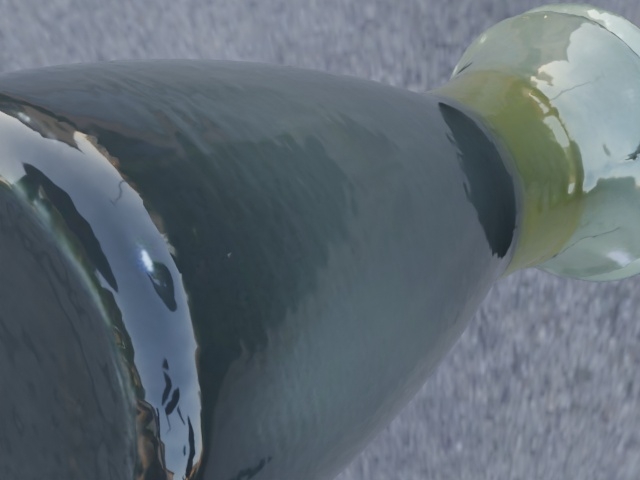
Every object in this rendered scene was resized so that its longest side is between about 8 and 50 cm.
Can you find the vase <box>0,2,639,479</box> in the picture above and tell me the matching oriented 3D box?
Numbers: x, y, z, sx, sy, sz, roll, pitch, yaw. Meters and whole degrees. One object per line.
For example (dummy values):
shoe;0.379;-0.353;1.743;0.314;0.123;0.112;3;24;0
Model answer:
vase;0.000;0.000;0.675;0.321;0.173;0.173;-22;64;-46
